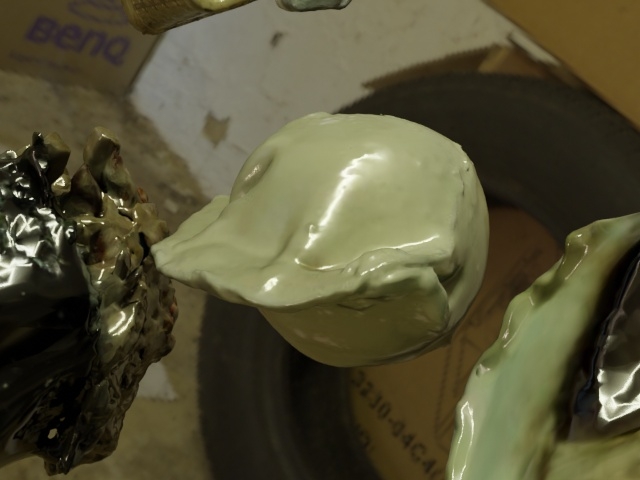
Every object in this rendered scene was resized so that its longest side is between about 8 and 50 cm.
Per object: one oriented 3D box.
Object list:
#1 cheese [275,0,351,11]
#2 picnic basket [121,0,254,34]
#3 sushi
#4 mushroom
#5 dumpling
[{"bbox_3d":[-0.008,-0.156,0.413,0.086,0.162,0.036,-10,18,-22],"label":"cheese"},{"bbox_3d":[-0.077,-0.336,0.953,0.175,0.228,0.313,7,-60,67],"label":"picnic basket"},{"bbox_3d":[-0.192,0.056,0.865,0.218,0.238,0.225,5,59,-29],"label":"sushi"},{"bbox_3d":[0.140,0.134,0.519,0.130,0.247,0.344,31,26,-14],"label":"mushroom"},{"bbox_3d":[0.000,0.000,0.732,0.193,0.147,0.258,2,12,-2],"label":"dumpling"}]
